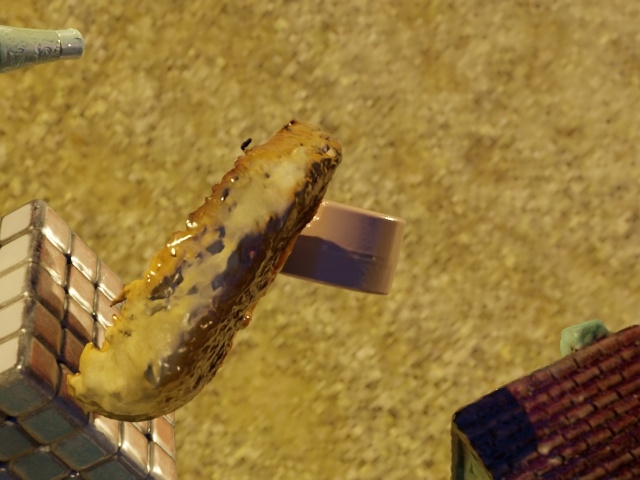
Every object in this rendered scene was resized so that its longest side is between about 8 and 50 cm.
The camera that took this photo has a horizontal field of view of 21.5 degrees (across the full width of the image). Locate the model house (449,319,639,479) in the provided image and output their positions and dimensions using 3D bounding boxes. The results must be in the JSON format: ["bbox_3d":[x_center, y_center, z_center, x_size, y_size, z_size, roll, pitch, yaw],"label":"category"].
[{"bbox_3d":[0.239,0.232,1.753,0.280,0.230,0.249,-21,90,-27],"label":"model house"}]

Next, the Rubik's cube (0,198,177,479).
[{"bbox_3d":[-0.293,0.148,1.594,0.237,0.237,0.238,49,23,-34],"label":"Rubik's cube"}]

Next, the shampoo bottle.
[{"bbox_3d":[-0.350,-0.209,1.855,0.191,0.069,0.041,-9,20,-38],"label":"shampoo bottle"}]

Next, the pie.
[{"bbox_3d":[-0.084,0.029,1.345,0.092,0.315,0.315,37,44,2],"label":"pie"}]

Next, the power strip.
[{"bbox_3d":[0.000,0.000,1.564,0.154,0.154,0.078,12,91,-28],"label":"power strip"}]
